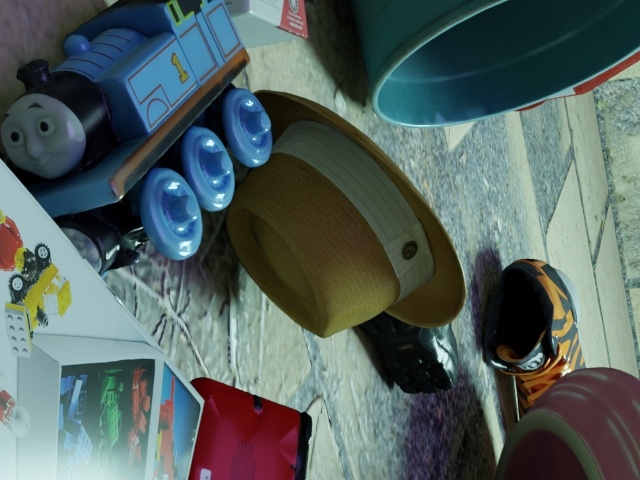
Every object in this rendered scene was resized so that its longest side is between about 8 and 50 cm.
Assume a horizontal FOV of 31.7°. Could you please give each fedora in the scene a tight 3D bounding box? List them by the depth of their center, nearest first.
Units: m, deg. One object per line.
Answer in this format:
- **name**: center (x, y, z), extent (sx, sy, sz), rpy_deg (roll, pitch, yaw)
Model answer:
- **fedora**: center (0.000, 0.000, 0.694), extent (0.079, 0.194, 0.194), rpy_deg (-44, 134, -19)

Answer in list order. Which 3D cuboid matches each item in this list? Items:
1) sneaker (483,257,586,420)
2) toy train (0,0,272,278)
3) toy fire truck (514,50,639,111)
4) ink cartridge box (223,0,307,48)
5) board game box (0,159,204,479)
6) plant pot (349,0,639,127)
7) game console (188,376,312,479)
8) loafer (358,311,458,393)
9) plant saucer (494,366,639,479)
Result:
- **sneaker**: center (0.263, 0.177, 1.350), extent (0.180, 0.125, 0.321), rpy_deg (13, 60, -64)
- **toy train**: center (-0.089, -0.055, 0.540), extent (0.105, 0.080, 0.184), rpy_deg (64, 28, -20)
- **toy fire truck**: center (0.316, -0.309, 1.430), extent (0.169, 0.254, 0.302), rpy_deg (-76, 151, -43)
- **ink cartridge box**: center (-0.056, -0.193, 0.691), extent (0.099, 0.056, 0.135), rpy_deg (-1, 85, -70)
- **board game box**: center (-0.128, 0.142, 0.392), extent (0.193, 0.053, 0.305), rpy_deg (61, 30, -47)
- **plant pot**: center (0.136, -0.269, 0.965), extent (0.272, 0.272, 0.255), rpy_deg (20, 51, -67)
- **game console**: center (-0.053, 0.168, 0.641), extent (0.124, 0.085, 0.144), rpy_deg (25, 54, -30)
- **loafer**: center (0.066, 0.045, 0.915), extent (0.223, 0.076, 0.078), rpy_deg (64, 22, -51)
- **plant saucer**: center (0.265, 0.296, 1.145), extent (0.332, 0.084, 0.332), rpy_deg (-179, -90, -73)
